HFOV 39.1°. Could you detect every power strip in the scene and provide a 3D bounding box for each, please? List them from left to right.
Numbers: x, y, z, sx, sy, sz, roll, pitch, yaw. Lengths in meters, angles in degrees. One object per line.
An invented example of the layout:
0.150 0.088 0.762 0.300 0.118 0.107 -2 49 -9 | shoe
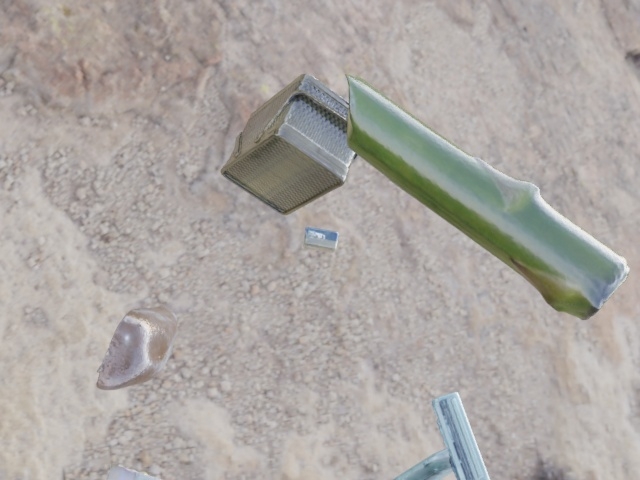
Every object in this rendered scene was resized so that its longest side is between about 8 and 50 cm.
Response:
0.000 0.000 1.490 0.056 0.123 0.032 8 86 -1 | power strip

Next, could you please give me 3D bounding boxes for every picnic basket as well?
-0.046 -0.168 1.636 0.165 0.267 0.139 33 62 -19 | picnic basket

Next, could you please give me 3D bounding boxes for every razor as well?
0.114 0.299 1.125 0.056 0.278 0.111 2 55 -30 | razor

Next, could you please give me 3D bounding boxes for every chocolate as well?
-0.330 0.211 1.718 0.083 0.261 0.161 21 94 7 | chocolate

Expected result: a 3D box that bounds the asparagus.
0.122 -0.035 0.729 0.278 0.067 0.060 34 48 7 | asparagus

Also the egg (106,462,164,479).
-0.184 0.415 1.190 0.207 0.271 0.161 15 70 14 | egg
